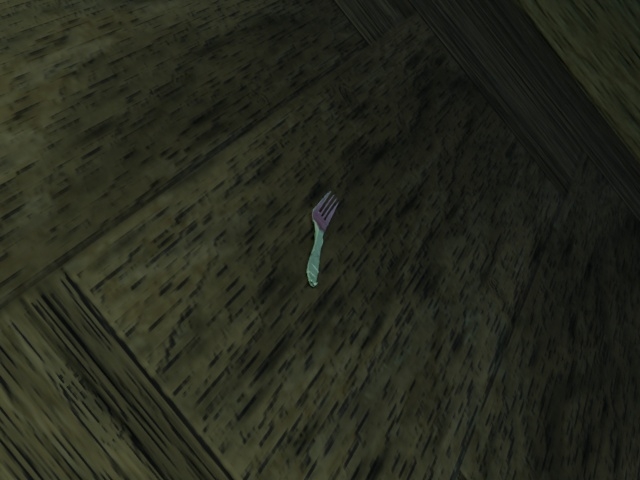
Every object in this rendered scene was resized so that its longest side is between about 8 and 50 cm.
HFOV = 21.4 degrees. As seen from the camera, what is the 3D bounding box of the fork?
[{"bbox_3d":[-0.001,0.000,1.103,0.016,0.012,0.115,42,26,-16],"label":"fork"}]
